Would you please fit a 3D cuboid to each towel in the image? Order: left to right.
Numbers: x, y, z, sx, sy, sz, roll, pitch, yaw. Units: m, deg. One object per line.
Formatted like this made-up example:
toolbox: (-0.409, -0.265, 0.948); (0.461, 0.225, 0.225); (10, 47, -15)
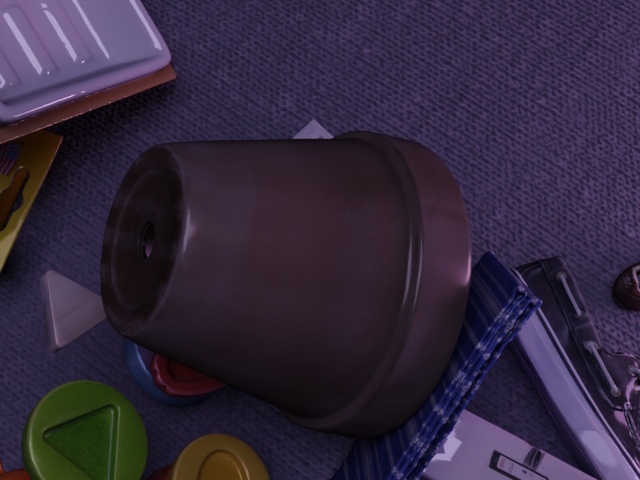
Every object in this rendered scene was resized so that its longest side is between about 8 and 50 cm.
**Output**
towel: (0.108, 0.171, 1.297); (0.040, 0.243, 0.336); (32, 96, -6)

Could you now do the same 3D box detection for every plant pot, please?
plant pot: (-0.055, 0.026, 1.257); (0.280, 0.323, 0.323); (12, 68, -32)

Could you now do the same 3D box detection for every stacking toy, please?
stacking toy: (-0.207, 0.184, 1.367); (0.279, 0.130, 0.309); (13, 62, -31)

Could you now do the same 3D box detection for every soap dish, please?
soap dish: (-0.342, -0.238, 1.476); (0.291, 0.118, 0.229); (-30, 87, -43)

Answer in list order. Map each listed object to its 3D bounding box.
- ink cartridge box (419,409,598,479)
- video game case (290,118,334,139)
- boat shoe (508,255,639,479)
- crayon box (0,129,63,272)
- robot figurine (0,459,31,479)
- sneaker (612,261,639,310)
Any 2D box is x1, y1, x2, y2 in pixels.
ink cartridge box: (0.195, 0.258, 1.334); (0.203, 0.148, 0.086); (27, 78, 1)
video game case: (0.000, 0.000, 1.504); (0.232, 0.042, 0.210); (42, 78, 15)
boat shoe: (0.307, 0.158, 1.394); (0.119, 0.121, 0.335); (-27, 70, -2)
crayon box: (-0.489, -0.076, 1.533); (0.318, 0.081, 0.202); (19, 73, 9)
robot figurine: (-0.299, 0.335, 1.360); (0.219, 0.158, 0.128); (38, 50, 14)
sneaker: (0.437, 0.041, 1.455); (0.188, 0.071, 0.066); (-15, 71, -2)
